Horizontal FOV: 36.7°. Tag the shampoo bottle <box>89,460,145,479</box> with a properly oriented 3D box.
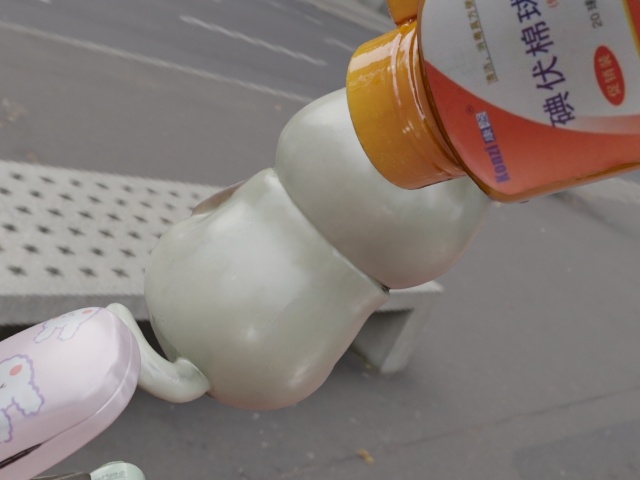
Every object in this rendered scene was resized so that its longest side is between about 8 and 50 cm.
[{"bbox_3d":[-0.290,0.382,1.337,0.087,0.118,0.234,59,-6,-24],"label":"shampoo bottle"}]

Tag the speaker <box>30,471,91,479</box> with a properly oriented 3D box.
[{"bbox_3d":[-0.356,0.333,0.995,0.230,0.153,0.192,-8,-10,0],"label":"speaker"}]

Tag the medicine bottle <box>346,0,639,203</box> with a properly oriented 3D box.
[{"bbox_3d":[0.130,-0.104,0.556,0.222,0.149,0.112,-16,4,39],"label":"medicine bottle"}]

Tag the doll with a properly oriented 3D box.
[{"bbox_3d":[-0.009,0.008,0.916,0.215,0.370,0.226,49,5,0],"label":"doll"}]

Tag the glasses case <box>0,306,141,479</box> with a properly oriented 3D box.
[{"bbox_3d":[-0.271,0.148,0.739,0.075,0.296,0.113,56,9,-35],"label":"glasses case"}]
